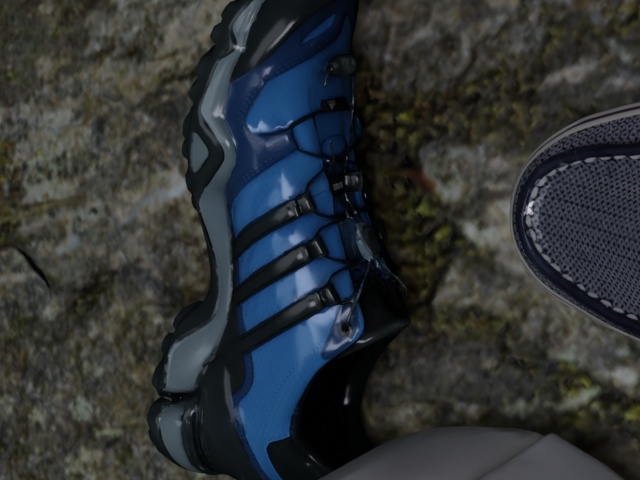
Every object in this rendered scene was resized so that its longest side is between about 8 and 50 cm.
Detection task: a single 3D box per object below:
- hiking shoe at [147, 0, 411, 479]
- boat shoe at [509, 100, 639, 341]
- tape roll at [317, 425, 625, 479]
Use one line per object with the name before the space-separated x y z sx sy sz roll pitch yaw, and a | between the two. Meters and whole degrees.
hiking shoe | 0.000 0.000 0.994 0.132 0.113 0.304 20 115 28
boat shoe | 0.188 0.008 0.771 0.340 0.158 0.127 9 100 42
tape roll | 0.071 0.236 0.901 0.286 0.100 0.286 9 107 33
